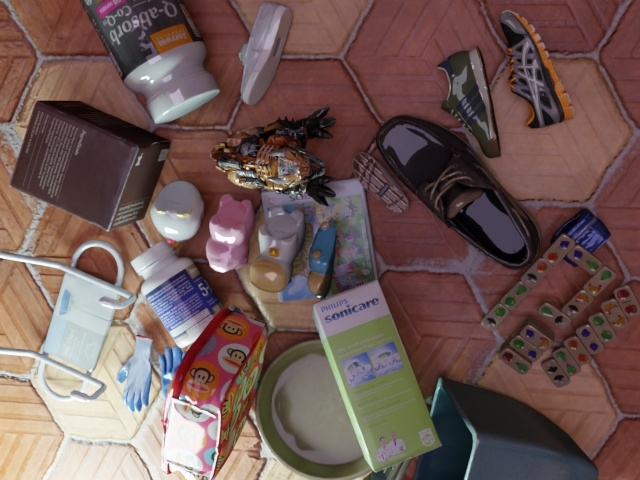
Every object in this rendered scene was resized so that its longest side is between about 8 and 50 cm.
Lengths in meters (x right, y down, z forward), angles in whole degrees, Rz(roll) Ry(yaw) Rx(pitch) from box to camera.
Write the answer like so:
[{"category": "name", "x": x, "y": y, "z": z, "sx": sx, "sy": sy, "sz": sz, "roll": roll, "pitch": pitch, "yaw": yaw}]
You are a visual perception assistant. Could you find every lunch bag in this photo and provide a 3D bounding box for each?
[{"category": "lunch bag", "x": 0.442, "y": -0.005, "z": 1.352, "sx": 0.065, "sy": 0.067, "sz": 0.098, "roll": 44, "pitch": 104, "yaw": 1}, {"category": "lunch bag", "x": -0.178, "y": 0.270, "z": 1.404, "sx": 0.120, "sy": 0.258, "sz": 0.293, "roll": 21, "pitch": 126, "yaw": 9}]

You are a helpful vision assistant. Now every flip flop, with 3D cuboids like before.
[{"category": "flip flop", "x": 0.131, "y": 0.467, "z": 1.472, "sx": 0.080, "sy": 0.112, "sz": 0.277, "roll": 29, "pitch": 97, "yaw": -12}]

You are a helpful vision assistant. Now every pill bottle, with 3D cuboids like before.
[{"category": "pill bottle", "x": -0.268, "y": 0.095, "z": 1.463, "sx": 0.112, "sy": 0.112, "sz": 0.187, "roll": -33, "pitch": 93, "yaw": 13}, {"category": "pill bottle", "x": -0.297, "y": -0.357, "z": 1.368, "sx": 0.162, "sy": 0.162, "sz": 0.279, "roll": -27, "pitch": 94, "yaw": 13}]

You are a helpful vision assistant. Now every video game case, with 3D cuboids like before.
[{"category": "video game case", "x": 0.000, "y": 0.000, "z": 1.449, "sx": 0.193, "sy": 0.023, "sz": 0.213, "roll": -8, "pitch": 98, "yaw": 11}]

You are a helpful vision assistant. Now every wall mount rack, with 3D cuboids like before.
[{"category": "wall mount rack", "x": -0.531, "y": 0.152, "z": 1.507, "sx": 0.304, "sy": 0.130, "sz": 0.350, "roll": 21, "pitch": 101, "yaw": 5}]

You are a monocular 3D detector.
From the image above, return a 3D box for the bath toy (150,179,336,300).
[{"category": "bath toy", "x": -0.143, "y": 0.003, "z": 1.410, "sx": 0.348, "sy": 0.129, "sz": 0.151, "roll": 18, "pitch": 61, "yaw": 12}]

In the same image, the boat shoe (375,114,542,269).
[{"category": "boat shoe", "x": 0.243, "y": -0.087, "z": 1.339, "sx": 0.355, "sy": 0.130, "sz": 0.132, "roll": 39, "pitch": 103, "yaw": 1}]

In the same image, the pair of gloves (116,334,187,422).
[{"category": "pair of gloves", "x": -0.322, "y": 0.270, "z": 1.512, "sx": 0.198, "sy": 0.023, "sz": 0.159, "roll": 11, "pitch": 94, "yaw": 32}]

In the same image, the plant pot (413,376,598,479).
[{"category": "plant pot", "x": 0.326, "y": 0.413, "z": 1.359, "sx": 0.252, "sy": 0.247, "sz": 0.248, "roll": 10, "pitch": 101, "yaw": -7}]

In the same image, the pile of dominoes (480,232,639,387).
[{"category": "pile of dominoes", "x": 0.417, "y": 0.137, "z": 1.358, "sx": 0.196, "sy": 0.040, "sz": 0.251, "roll": 36, "pitch": 121, "yaw": 1}]

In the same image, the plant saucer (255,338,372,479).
[{"category": "plant saucer", "x": 0.014, "y": 0.320, "z": 1.483, "sx": 0.277, "sy": 0.041, "sz": 0.278, "roll": 1, "pitch": 95, "yaw": 10}]

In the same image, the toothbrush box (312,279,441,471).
[{"category": "toothbrush box", "x": 0.087, "y": 0.229, "z": 1.333, "sx": 0.122, "sy": 0.206, "sz": 0.283, "roll": -21, "pitch": 80, "yaw": -5}]

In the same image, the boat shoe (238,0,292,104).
[{"category": "boat shoe", "x": -0.112, "y": -0.336, "z": 1.394, "sx": 0.063, "sy": 0.066, "sz": 0.184, "roll": 24, "pitch": 105, "yaw": 19}]

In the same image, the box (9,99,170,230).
[{"category": "box", "x": -0.414, "y": -0.141, "z": 1.419, "sx": 0.203, "sy": 0.168, "sz": 0.167, "roll": 24, "pitch": 102, "yaw": 5}]

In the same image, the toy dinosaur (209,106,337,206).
[{"category": "toy dinosaur", "x": -0.090, "y": -0.149, "z": 1.324, "sx": 0.322, "sy": 0.218, "sz": 0.164, "roll": 42, "pitch": 128, "yaw": 41}]

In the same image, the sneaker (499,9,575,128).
[{"category": "sneaker", "x": 0.349, "y": -0.286, "z": 1.316, "sx": 0.083, "sy": 0.084, "sz": 0.215, "roll": -26, "pitch": 95, "yaw": 17}]

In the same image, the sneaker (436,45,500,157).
[{"category": "sneaker", "x": 0.253, "y": -0.231, "z": 1.353, "sx": 0.086, "sy": 0.064, "sz": 0.192, "roll": -11, "pitch": 97, "yaw": 19}]

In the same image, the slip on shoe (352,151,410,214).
[{"category": "slip on shoe", "x": 0.109, "y": -0.103, "z": 1.404, "sx": 0.135, "sy": 0.041, "sz": 0.051, "roll": 44, "pitch": 104, "yaw": 1}]
